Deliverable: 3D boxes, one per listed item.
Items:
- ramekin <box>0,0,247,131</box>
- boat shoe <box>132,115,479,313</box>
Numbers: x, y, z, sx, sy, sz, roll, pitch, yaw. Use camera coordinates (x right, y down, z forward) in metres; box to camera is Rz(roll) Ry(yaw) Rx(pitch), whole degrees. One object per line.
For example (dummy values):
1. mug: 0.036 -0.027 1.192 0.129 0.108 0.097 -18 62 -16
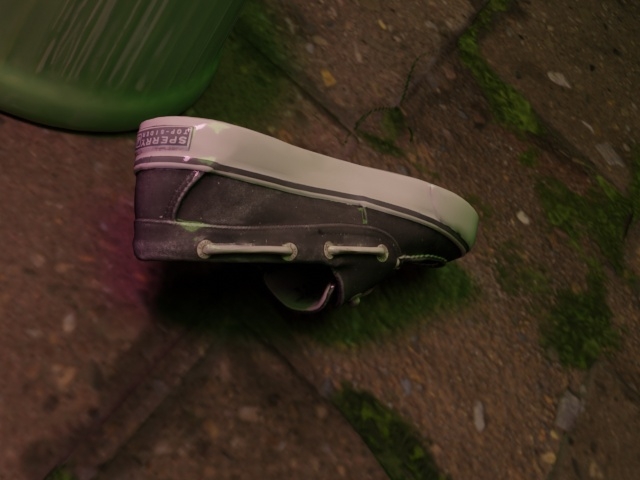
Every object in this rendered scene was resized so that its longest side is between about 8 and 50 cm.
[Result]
1. ramekin: -0.172 -0.238 0.739 0.303 0.148 0.303 23 43 -24
2. boat shoe: 0.000 0.000 0.721 0.301 0.108 0.102 14 79 -48
